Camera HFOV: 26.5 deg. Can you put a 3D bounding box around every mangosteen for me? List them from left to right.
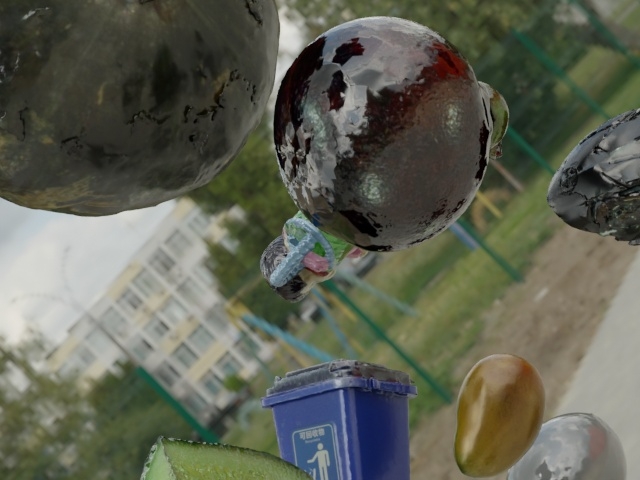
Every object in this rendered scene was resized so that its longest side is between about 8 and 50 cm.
[{"bbox_3d":[0.068,-0.098,1.216,0.216,0.216,0.216,-45,-1,-1],"label":"mangosteen"}]

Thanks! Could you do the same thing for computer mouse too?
[{"bbox_3d":[0.335,-0.078,1.337,0.242,0.146,0.077,-18,-25,16],"label":"computer mouse"}]

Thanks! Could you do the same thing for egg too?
[{"bbox_3d":[0.378,0.358,2.064,0.232,0.176,0.176,-43,-2,-43],"label":"egg"}]

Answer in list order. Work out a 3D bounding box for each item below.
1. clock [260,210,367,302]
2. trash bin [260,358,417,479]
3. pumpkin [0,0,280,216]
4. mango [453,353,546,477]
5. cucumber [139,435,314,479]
[{"bbox_3d":[0.000,0.000,1.852,0.195,0.100,0.194,-45,-8,6],"label":"clock"},{"bbox_3d":[0.038,0.278,1.715,0.162,0.234,0.184,-20,-22,37],"label":"trash bin"},{"bbox_3d":[-0.253,-0.243,1.445,0.454,0.454,0.344,-45,13,-22],"label":"pumpkin"},{"bbox_3d":[0.223,0.219,1.689,0.089,0.111,0.163,125,156,-71],"label":"mango"},{"bbox_3d":[-0.075,0.254,1.288,0.063,0.115,0.244,-47,-35,19],"label":"cucumber"}]
